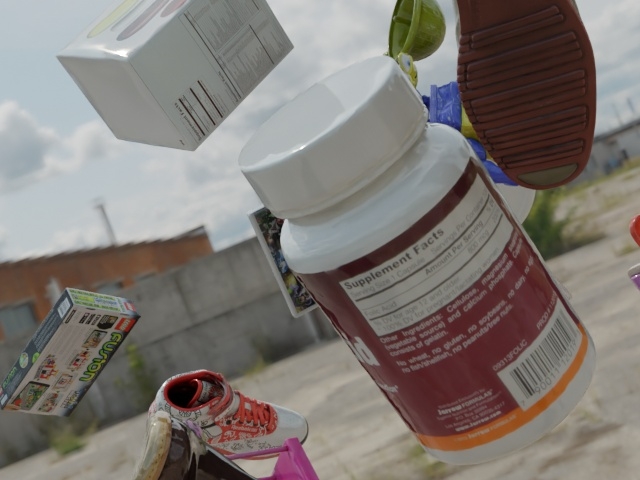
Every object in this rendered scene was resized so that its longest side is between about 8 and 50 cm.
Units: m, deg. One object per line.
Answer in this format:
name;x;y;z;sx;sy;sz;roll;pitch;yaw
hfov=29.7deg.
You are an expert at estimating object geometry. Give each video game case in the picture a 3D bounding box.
video game case;0.000;0.000;1.846;0.173;0.190;0.022;-27;24;-10

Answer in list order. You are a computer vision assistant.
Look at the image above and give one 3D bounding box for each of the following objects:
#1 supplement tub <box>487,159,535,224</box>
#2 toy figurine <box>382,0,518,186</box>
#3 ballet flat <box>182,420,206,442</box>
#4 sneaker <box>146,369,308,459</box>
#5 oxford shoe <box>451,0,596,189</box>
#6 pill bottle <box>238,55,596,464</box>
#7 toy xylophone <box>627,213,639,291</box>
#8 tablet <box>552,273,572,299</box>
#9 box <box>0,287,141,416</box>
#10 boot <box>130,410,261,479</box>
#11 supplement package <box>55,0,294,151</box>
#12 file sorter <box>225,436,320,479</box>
supplement tub;0.244;-0.129;2.271;0.193;0.193;0.316;-22;27;-17
toy figurine;0.186;-0.151;1.509;0.217;0.362;0.191;8;-42;-3
ballet flat;-0.220;0.353;1.715;0.221;0.077;0.079;-60;6;-25
sneaker;-0.137;0.277;1.928;0.270;0.090;0.145;5;-37;-13
oxford shoe;0.176;-0.214;1.092;0.123;0.348;0.130;-10;28;16
pill bottle;0.100;0.022;1.252;0.224;0.392;0.224;-31;20;13
toy xylophone;0.570;0.010;1.636;0.322;0.236;0.081;-34;3;-25
tablet;0.317;0.065;1.739;0.054;0.083;0.006;-36;14;33
box;-0.351;0.159;1.675;0.114;0.036;0.207;15;-59;-44
boot;-0.052;0.218;1.004;0.207;0.090;0.248;15;-22;2
supplement package;-0.187;-0.242;1.545;0.194;0.149;0.203;13;55;50
file sorter;-0.111;0.465;1.738;0.182;0.202;0.291;-4;-47;-29
